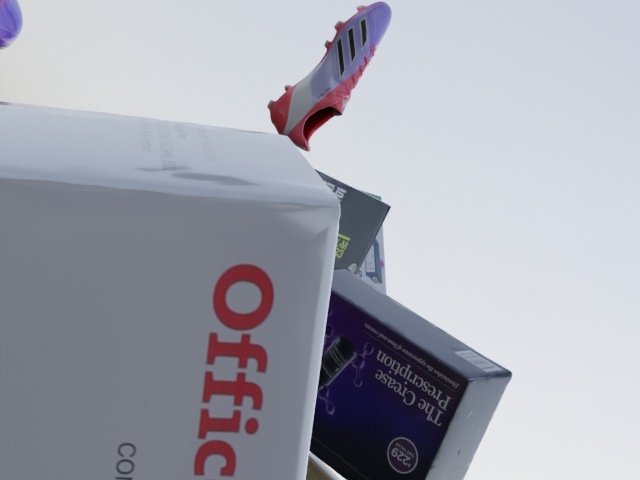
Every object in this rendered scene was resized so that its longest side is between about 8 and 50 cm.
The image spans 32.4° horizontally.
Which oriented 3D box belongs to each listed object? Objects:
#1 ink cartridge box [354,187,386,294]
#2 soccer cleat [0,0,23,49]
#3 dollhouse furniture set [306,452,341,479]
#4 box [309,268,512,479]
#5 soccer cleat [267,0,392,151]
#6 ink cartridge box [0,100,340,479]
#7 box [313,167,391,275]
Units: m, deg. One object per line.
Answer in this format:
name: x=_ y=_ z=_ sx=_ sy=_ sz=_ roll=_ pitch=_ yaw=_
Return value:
ink cartridge box: x=0.031 y=0.022 z=1.824 sx=0.093 sy=0.212 sz=0.154 roll=-10 pitch=-16 yaw=36
soccer cleat: x=-0.415 y=-0.329 z=1.244 sx=0.116 sy=0.109 sz=0.318 roll=-3 pitch=-32 yaw=21
dollhouse furniture set: x=-0.002 y=0.450 z=1.830 sx=0.212 sy=0.161 sz=0.242 roll=42 pitch=3 yaw=20
box: x=0.060 y=0.170 z=1.261 sx=0.261 sy=0.184 sz=0.103 roll=31 pitch=19 yaw=35
soccer cleat: x=0.029 y=-0.241 z=1.622 sx=0.095 sy=0.248 sz=0.083 roll=46 pitch=5 yaw=23
ink cartridge box: x=-0.207 y=0.082 z=0.490 sx=0.166 sy=0.395 sz=0.285 roll=-123 pitch=-141 yaw=-72
box: x=0.000 y=0.000 z=1.603 sx=0.045 sy=0.184 sz=0.190 roll=32 pitch=6 yaw=39
